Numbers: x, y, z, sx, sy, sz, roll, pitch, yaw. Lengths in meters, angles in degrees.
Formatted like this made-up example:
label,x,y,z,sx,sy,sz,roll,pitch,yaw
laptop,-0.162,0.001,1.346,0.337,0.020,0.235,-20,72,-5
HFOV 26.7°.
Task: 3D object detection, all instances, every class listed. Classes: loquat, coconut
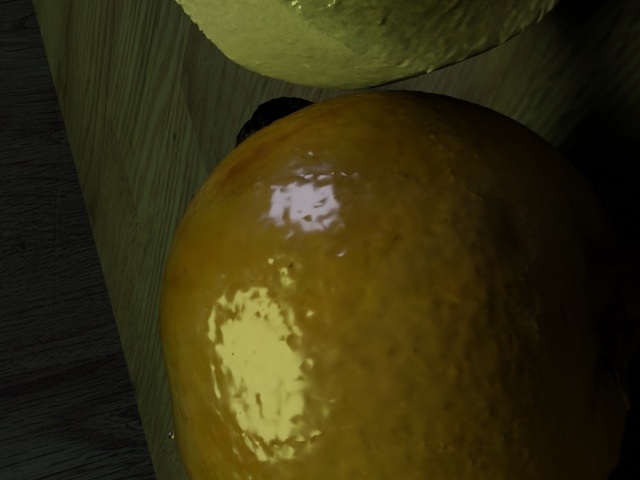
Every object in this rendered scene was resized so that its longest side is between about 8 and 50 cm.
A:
label,x,y,z,sx,sy,sz,roll,pitch,yaw
loquat,0.053,0.052,0.730,0.275,0.275,0.274,169,90,-73
coconut,0.018,-0.199,0.709,0.266,0.237,0.237,-164,64,-67

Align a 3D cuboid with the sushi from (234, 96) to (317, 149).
label,x,y,z,sx,sy,sz,roll,pitch,yaw
sushi,0.000,0.000,1.062,0.126,0.136,0.225,42,136,49
